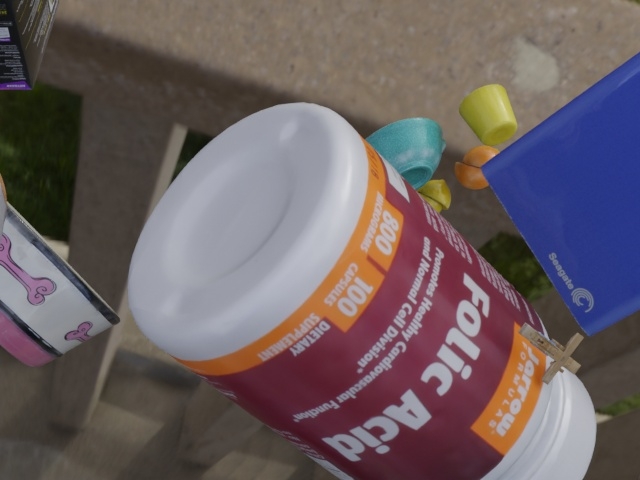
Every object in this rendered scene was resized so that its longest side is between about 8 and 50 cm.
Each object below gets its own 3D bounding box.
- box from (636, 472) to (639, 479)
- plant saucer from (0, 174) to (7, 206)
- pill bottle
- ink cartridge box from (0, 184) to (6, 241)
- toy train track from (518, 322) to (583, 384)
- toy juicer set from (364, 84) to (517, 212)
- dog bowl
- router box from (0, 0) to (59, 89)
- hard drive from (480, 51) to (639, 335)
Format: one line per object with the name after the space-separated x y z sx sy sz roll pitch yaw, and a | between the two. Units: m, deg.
0.523 0.436 1.775 0.051 0.175 0.220 -16 91 23 | box
-0.408 -0.035 1.174 0.200 0.200 0.037 8 36 -11 | plant saucer
0.051 0.087 1.006 0.392 0.224 0.224 41 63 -34 | pill bottle
-0.381 0.113 1.010 0.175 0.069 0.371 5 63 -4 | ink cartridge box
0.179 0.084 0.959 0.083 0.014 0.048 36 93 -41 | toy train track
0.109 -0.098 1.680 0.329 0.209 0.089 -20 62 -6 | toy juicer set
-0.498 0.025 1.841 0.408 0.408 0.150 45 81 3 | dog bowl
-0.352 -0.283 1.422 0.046 0.133 0.179 1 46 2 | router box
0.326 -0.066 1.165 0.040 0.318 0.210 -24 80 -49 | hard drive
